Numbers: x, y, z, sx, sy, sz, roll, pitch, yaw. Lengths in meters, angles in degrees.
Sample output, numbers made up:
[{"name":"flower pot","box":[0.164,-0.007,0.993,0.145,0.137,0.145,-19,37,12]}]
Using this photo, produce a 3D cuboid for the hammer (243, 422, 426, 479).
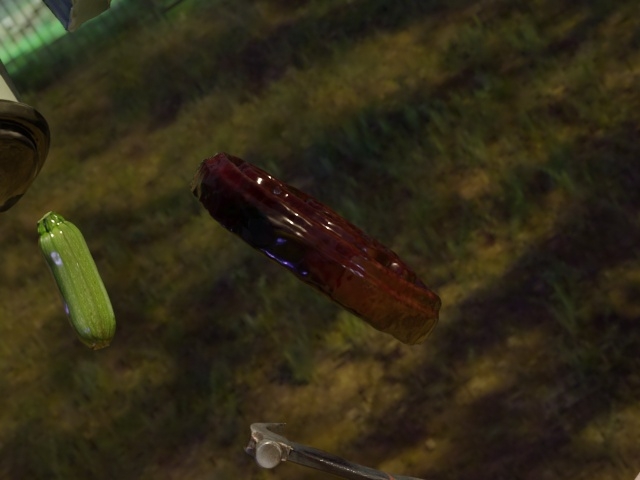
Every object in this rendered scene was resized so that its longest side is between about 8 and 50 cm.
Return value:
[{"name":"hammer","box":[0.046,0.274,1.423,0.137,0.289,0.037,-157,87,-77]}]

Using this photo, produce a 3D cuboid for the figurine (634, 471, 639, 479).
[{"name":"figurine","box":[0.245,0.235,0.908,0.229,0.112,0.137,-51,-25,-8]}]

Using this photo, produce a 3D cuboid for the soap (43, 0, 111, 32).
[{"name":"soap","box":[-0.316,-0.347,1.378,0.063,0.198,0.114,-35,-9,-26]}]

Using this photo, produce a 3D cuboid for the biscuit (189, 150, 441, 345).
[{"name":"biscuit","box":[0.000,0.000,1.714,0.091,0.407,0.407,-56,12,6]}]

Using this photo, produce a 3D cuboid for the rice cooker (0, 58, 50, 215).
[{"name":"rice cooker","box":[-0.484,-0.138,1.468,0.264,0.317,0.316,-19,3,-33]}]

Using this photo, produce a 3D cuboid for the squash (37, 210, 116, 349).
[{"name":"squash","box":[-0.366,0.059,1.817,0.068,0.219,0.077,-22,3,26]}]
